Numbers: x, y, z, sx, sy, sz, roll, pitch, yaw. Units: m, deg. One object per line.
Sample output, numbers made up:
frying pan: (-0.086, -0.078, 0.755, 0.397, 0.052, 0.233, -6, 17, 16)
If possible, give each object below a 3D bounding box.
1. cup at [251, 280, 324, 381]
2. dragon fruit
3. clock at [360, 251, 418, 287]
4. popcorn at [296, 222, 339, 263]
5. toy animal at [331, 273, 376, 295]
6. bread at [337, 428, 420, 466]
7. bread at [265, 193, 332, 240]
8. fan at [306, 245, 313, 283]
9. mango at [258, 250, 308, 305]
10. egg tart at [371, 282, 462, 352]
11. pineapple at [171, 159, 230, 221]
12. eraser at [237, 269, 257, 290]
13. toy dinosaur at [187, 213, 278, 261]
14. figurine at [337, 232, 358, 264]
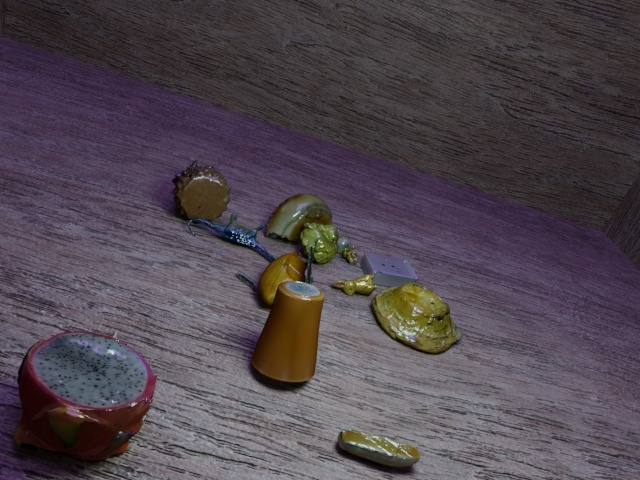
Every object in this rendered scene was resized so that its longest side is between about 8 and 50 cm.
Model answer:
cup: (-0.074, 0.250, 1.598, 0.183, 0.263, 0.226, 17, 14, 13)
dragon fruit: (-0.499, 0.338, 1.216, 0.291, 0.189, 0.290, 23, 21, -9)
clock: (0.273, 0.122, 2.285, 0.197, 0.063, 0.150, 11, 28, -19)
popcorn: (-0.010, 0.004, 2.218, 0.174, 0.142, 0.173, 17, 64, -40)
toy animal: (0.120, 0.170, 2.101, 0.160, 0.083, 0.070, -2, 59, -18)
bread: (0.143, 0.528, 1.429, 0.215, 0.053, 0.073, 16, 22, -2)
bread: (-0.081, -0.104, 2.325, 0.314, 0.191, 0.171, -9, 40, -45)
fan: (-0.039, 0.157, 1.916, 0.012, 0.294, 0.223, 5, 59, 2)
mango: (-0.124, 0.138, 1.908, 0.154, 0.126, 0.252, 20, 33, 9)
egg tart: (0.348, 0.251, 2.025, 0.342, 0.128, 0.341, 17, 25, -8)
pineapple: (-0.491, -0.219, 2.274, 0.223, 0.222, 0.357, 7, 21, -25)
eraser: (-0.247, 0.135, 1.937, 0.099, 0.027, 0.019, 31, 36, 23)
toy dinosaur: (-0.310, -0.026, 2.150, 0.363, 0.076, 0.147, 23, 33, -3)
figurine: (0.100, 0.038, 2.332, 0.102, 0.068, 0.143, 7, 45, -11)
